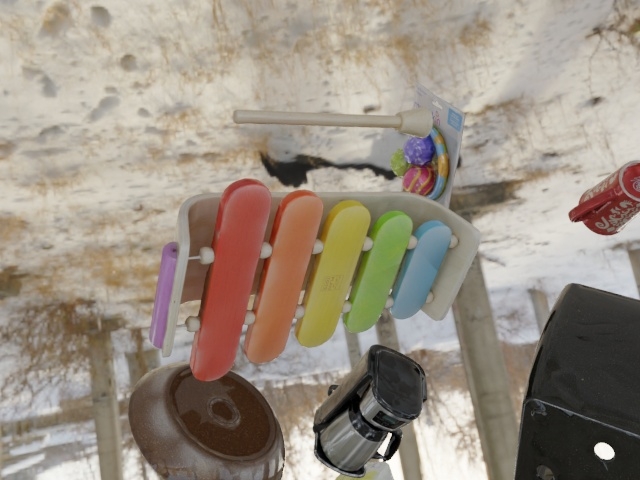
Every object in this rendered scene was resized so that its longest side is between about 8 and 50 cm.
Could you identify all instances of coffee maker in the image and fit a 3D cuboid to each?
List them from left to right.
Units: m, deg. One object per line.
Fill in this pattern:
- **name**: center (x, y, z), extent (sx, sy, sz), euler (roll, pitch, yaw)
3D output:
- **coffee maker**: center (0.069, 0.245, 1.020), extent (0.120, 0.171, 0.178), euler (13, 128, -32)

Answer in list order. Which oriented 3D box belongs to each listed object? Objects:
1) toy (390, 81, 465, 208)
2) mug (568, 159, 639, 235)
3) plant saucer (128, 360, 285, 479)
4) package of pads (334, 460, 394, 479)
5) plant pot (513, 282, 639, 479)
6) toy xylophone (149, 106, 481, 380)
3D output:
- **toy**: center (0.137, -0.092, 0.956), extent (0.056, 0.237, 0.137), euler (-12, -145, -18)
- **mug**: center (0.606, -0.077, 1.352), extent (0.150, 0.113, 0.169), euler (-44, 170, -15)
- **plant saucer**: center (-0.118, 0.204, 0.752), extent (0.198, 0.198, 0.036), euler (4, 128, -51)
- **package of pads**: center (0.059, 0.521, 1.087), extent (0.101, 0.229, 0.296), euler (-19, 178, 25)
- **plant pot**: center (0.256, 0.168, 0.549), extent (0.188, 0.187, 0.167), euler (15, -154, 35)
- **toy xylophone**: center (0.000, 0.000, 0.596), extent (0.323, 0.081, 0.236), euler (-10, 129, -25)
